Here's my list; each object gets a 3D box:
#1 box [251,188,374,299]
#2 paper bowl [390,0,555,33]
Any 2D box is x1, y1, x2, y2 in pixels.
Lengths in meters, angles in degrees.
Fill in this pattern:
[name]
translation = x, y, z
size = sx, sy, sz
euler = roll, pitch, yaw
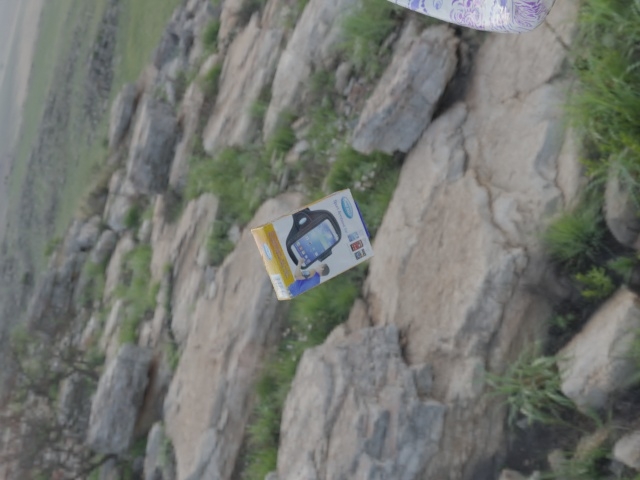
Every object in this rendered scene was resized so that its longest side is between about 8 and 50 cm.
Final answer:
[box]
translation = 0.000, 0.000, 0.887
size = 0.028, 0.136, 0.081
euler = -9, 105, 58
[paper bowl]
translation = 0.060, -0.275, 0.607
size = 0.148, 0.284, 0.284
euler = -67, 27, 7
